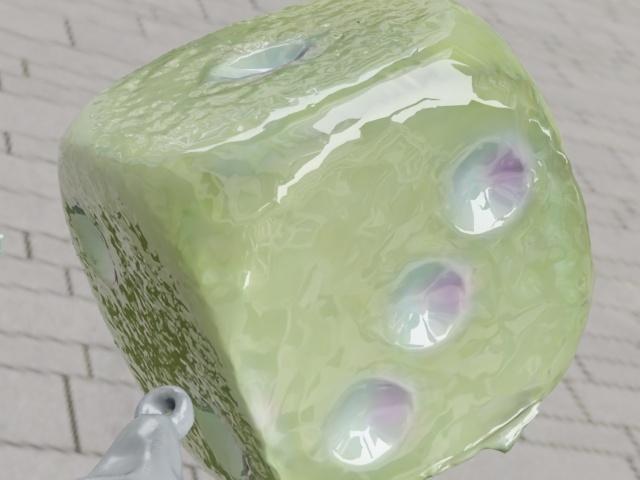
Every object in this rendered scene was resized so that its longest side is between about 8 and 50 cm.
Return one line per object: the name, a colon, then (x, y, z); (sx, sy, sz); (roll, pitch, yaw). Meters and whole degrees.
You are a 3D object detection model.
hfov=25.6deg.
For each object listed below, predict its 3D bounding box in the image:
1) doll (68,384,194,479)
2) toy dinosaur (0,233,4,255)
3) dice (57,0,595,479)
doll: (-0.068, 0.132, 0.387); (0.102, 0.075, 0.227); (-6, 44, 17)
toy dinosaur: (-0.436, 0.072, 1.672); (0.044, 0.187, 0.106); (23, -1, 1)
dice: (0.000, 0.000, 0.875); (0.252, 0.249, 0.254); (-28, 24, -19)
